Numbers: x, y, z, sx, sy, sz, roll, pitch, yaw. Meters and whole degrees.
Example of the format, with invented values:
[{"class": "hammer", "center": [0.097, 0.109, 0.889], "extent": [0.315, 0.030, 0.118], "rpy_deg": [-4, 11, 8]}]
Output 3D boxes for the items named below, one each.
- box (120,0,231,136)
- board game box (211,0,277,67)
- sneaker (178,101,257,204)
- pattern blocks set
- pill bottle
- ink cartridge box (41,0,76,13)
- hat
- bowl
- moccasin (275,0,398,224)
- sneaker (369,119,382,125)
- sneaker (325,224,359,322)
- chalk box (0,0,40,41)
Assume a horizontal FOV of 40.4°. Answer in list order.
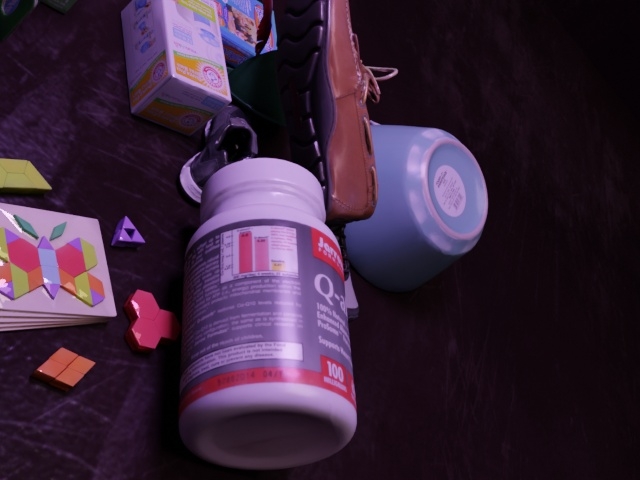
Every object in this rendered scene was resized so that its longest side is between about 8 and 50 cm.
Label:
[{"class": "box", "center": [-0.219, -0.277, 1.307], "extent": [0.114, 0.103, 0.203], "rpy_deg": [19, 49, -43]}, {"class": "board game box", "center": [-0.165, -0.383, 1.513], "extent": [0.210, 0.047, 0.160], "rpy_deg": [25, 44, -39]}, {"class": "sneaker", "center": [-0.131, -0.150, 1.314], "extent": [0.078, 0.106, 0.234], "rpy_deg": [45, 35, -20]}, {"class": "pattern blocks set", "center": [-0.318, 0.031, 0.999], "extent": [0.325, 0.026, 0.285], "rpy_deg": [-12, 73, -55]}, {"class": "pill bottle", "center": [-0.071, 0.085, 1.106], "extent": [0.210, 0.210, 0.363], "rpy_deg": [28, 44, -37]}, {"class": "ink cartridge box", "center": [-0.326, -0.450, 1.204], "extent": [0.092, 0.219, 0.160], "rpy_deg": [28, 44, -37]}, {"class": "hat", "center": [-0.056, -0.301, 1.407], "extent": [0.173, 0.183, 0.208], "rpy_deg": [30, 20, -10]}, {"class": "bowl", "center": [0.177, -0.073, 1.522], "extent": [0.311, 0.163, 0.311], "rpy_deg": [15, 69, -43]}, {"class": "moccasin", "center": [0.027, -0.216, 1.298], "extent": [0.147, 0.139, 0.380], "rpy_deg": [-6, 85, -39]}, {"class": "sneaker", "center": [0.098, -0.165, 1.670], "extent": [0.083, 0.071, 0.190], "rpy_deg": [31, 37, -14]}, {"class": "sneaker", "center": [0.000, 0.000, 1.361], "extent": [0.100, 0.108, 0.271], "rpy_deg": [-2, 66, -55]}, {"class": "chalk box", "center": [-0.422, -0.390, 1.073], "extent": [0.179, 0.180, 0.289], "rpy_deg": [-24, 85, -56]}]
